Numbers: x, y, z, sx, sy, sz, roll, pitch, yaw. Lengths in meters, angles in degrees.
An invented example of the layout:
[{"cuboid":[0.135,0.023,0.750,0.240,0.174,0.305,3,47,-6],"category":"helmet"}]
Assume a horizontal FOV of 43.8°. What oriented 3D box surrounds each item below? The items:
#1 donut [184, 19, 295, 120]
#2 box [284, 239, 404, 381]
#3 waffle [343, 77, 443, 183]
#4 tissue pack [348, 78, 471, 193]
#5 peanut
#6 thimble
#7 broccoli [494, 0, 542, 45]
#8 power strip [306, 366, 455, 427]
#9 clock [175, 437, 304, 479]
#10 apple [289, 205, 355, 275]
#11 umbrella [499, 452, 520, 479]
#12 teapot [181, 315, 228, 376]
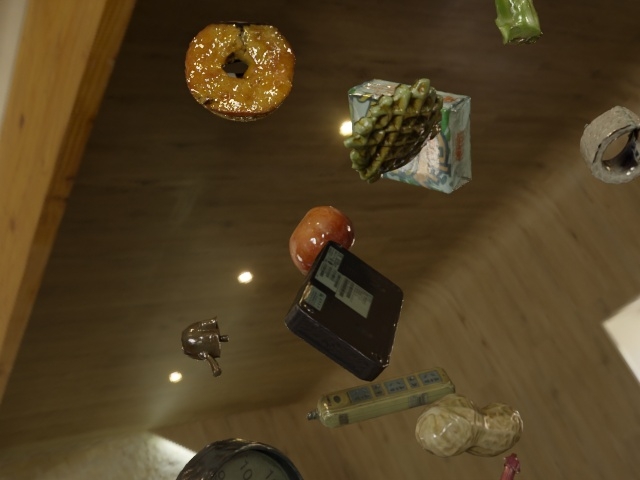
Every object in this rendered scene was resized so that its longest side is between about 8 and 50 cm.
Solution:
[{"cuboid":[-0.180,-0.383,1.809,0.253,0.253,0.118,-27,-11,-1],"category":"donut"},{"cuboid":[0.059,0.131,1.608,0.058,0.211,0.350,-54,4,24],"category":"box"},{"cuboid":[0.151,-0.211,1.552,0.223,0.054,0.204,-38,-34,-2],"category":"waffle"},{"cuboid":[0.225,-0.266,1.999,0.128,0.311,0.228,-32,-53,-37],"category":"tissue pack"},{"cuboid":[0.331,0.406,1.747,0.298,0.136,0.120,11,-15,-34],"category":"peanut"},{"cuboid":[0.490,-0.155,1.312,0.102,0.090,0.115,17,-64,-4],"category":"thimble"},{"cuboid":[0.470,-0.687,1.982,0.353,0.397,0.275,-38,-7,-18],"category":"broccoli"},{"cuboid":[0.150,0.402,2.042,0.388,0.092,0.066,-13,-62,-8],"category":"power strip"},{"cuboid":[-0.107,0.419,1.109,0.055,0.280,0.280,-11,-10,36],"category":"clock"},{"cuboid":[0.000,0.000,2.196,0.201,0.162,0.201,-47,-7,-8],"category":"apple"},{"cuboid":[0.207,0.329,0.945,0.025,0.027,0.165,99,-164,-62],"category":"umbrella"},{"cuboid":[-0.194,0.179,1.348,0.080,0.110,0.085,-5,-48,-9],"category":"teapot"}]
